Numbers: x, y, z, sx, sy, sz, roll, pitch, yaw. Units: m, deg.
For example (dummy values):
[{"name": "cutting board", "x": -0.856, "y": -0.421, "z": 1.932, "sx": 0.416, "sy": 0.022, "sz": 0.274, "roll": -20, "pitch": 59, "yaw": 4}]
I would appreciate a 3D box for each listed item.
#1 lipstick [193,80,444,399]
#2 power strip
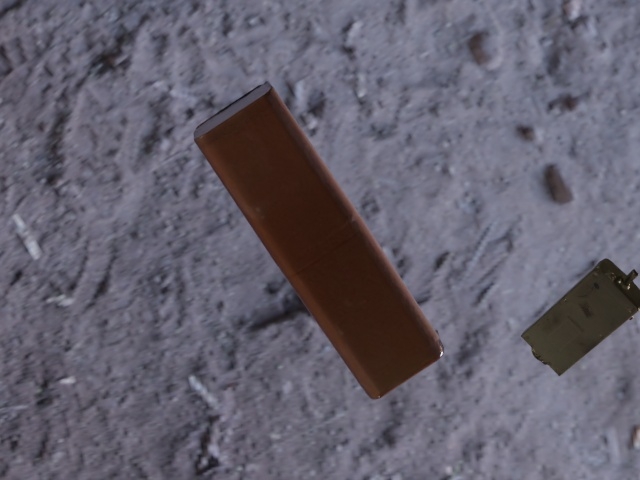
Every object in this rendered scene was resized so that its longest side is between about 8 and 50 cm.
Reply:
[{"name": "lipstick", "x": 0.000, "y": 0.000, "z": 0.619, "sx": 0.045, "sy": 0.045, "sz": 0.145, "roll": -33, "pitch": 103, "yaw": 2}, {"name": "power strip", "x": 0.211, "y": 0.059, "z": 1.071, "sx": 0.051, "sy": 0.136, "sz": 0.019, "roll": 47, "pitch": 49, "yaw": 10}]
